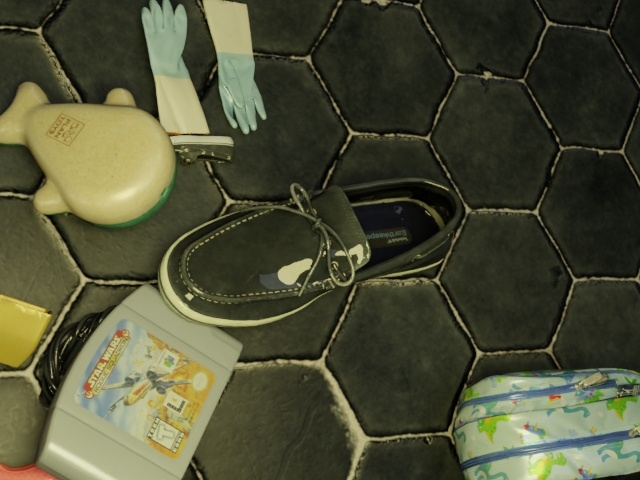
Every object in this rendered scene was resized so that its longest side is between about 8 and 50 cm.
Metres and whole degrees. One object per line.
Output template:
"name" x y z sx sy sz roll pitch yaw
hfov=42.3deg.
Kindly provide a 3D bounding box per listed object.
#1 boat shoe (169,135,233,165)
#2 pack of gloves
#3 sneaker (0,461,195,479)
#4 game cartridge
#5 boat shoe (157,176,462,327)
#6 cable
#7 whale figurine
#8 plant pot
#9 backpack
"boat shoe" -0.199 -0.137 1.272 0.142 0.049 0.040 -5 81 -25
"pack of gloves" -0.190 -0.272 1.318 0.195 0.046 0.232 -4 79 -38
"sneaker" -0.303 0.327 1.091 0.314 0.116 0.136 -1 76 -23
"game cartridge" -0.240 0.204 1.107 0.198 0.062 0.297 37 47 -15
"boat shoe" 0.000 0.000 1.245 0.500 0.156 0.186 -11 68 -25
"cable" -0.307 0.176 1.159 0.185 0.047 0.150 -23 87 -24
"whale figurine" -0.334 -0.121 1.186 0.272 0.141 0.216 26 74 11
"plant pot" -0.415 0.123 1.112 0.082 0.081 0.083 21 83 -17
"backpack" 0.386 0.316 1.302 0.356 0.290 0.273 -18 77 -18
